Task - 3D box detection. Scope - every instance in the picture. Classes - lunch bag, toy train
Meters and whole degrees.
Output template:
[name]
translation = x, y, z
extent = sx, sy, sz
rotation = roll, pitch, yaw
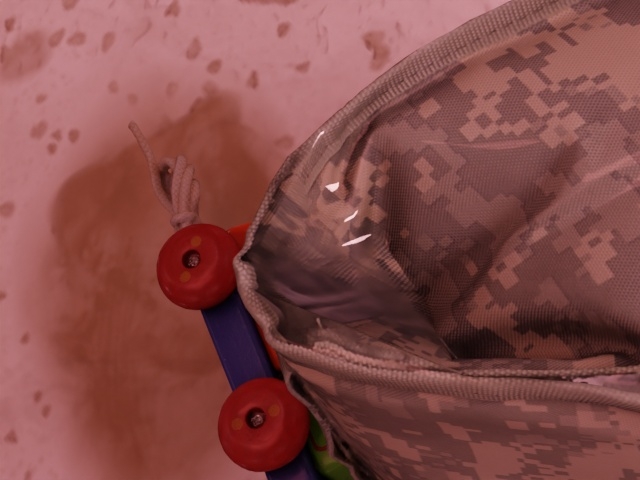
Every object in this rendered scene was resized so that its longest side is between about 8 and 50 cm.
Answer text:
[lunch bag]
translation = 0.130, 0.017, 0.525
extent = 0.287, 0.235, 0.169
rotation = -28, 60, 3
[toy train]
translation = 0.000, 0.000, 0.732
extent = 0.143, 0.105, 0.248
rotation = -29, 61, 8
